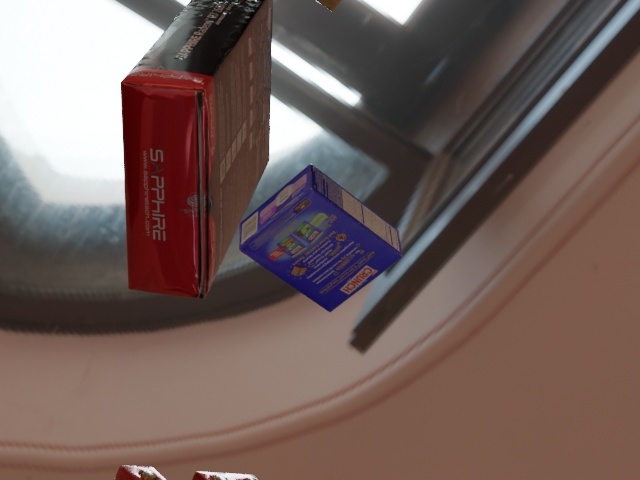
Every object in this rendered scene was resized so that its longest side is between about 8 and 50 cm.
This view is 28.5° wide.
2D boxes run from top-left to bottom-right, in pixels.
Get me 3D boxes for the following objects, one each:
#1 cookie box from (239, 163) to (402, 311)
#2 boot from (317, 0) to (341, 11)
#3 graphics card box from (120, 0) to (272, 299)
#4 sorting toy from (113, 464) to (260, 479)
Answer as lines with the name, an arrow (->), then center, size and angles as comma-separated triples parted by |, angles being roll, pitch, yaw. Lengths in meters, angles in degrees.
cookie box -> 0.000, 0.000, 1.069 | 0.107, 0.092, 0.040 | 37, -149, -26
boot -> -0.062, -0.230, 0.861 | 0.269, 0.089, 0.236 | 29, -112, -48
graphics card box -> -0.127, -0.124, 1.390 | 0.094, 0.233, 0.371 | 5, -152, 8
sorting toy -> -0.087, 0.315, 1.232 | 0.257, 0.089, 0.255 | 16, -168, -46
